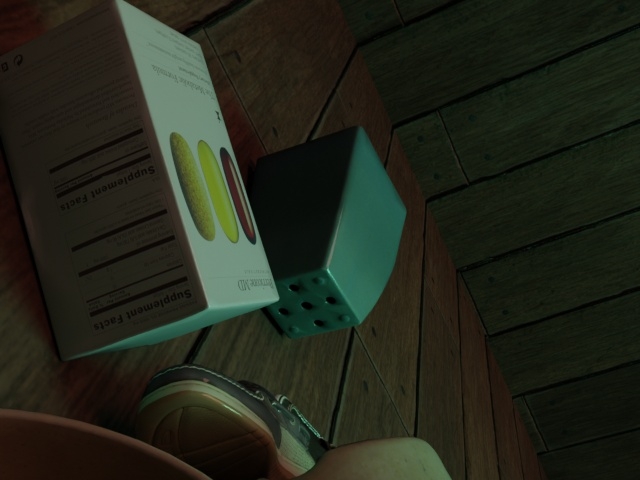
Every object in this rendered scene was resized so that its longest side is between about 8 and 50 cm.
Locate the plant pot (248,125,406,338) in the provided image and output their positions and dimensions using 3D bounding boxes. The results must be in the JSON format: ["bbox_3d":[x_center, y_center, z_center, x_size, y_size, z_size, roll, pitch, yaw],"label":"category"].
[{"bbox_3d":[0.000,0.000,0.994,0.166,0.165,0.234,58,29,-33],"label":"plant pot"}]

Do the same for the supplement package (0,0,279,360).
[{"bbox_3d":[-0.149,-0.042,0.620,0.139,0.134,0.244,3,68,-71],"label":"supplement package"}]

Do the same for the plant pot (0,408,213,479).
[{"bbox_3d":[-0.134,0.218,0.227,0.284,0.284,0.191,-78,180,-60],"label":"plant pot"}]

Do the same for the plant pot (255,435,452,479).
[{"bbox_3d":[0.041,0.328,0.546,0.334,0.334,0.305,42,21,-56],"label":"plant pot"}]

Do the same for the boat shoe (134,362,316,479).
[{"bbox_3d":[-0.075,0.172,0.675,0.285,0.103,0.092,55,17,-49],"label":"boat shoe"}]

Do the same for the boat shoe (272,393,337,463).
[{"bbox_3d":[0.005,0.259,0.852,0.219,0.070,0.078,64,18,-18],"label":"boat shoe"}]
